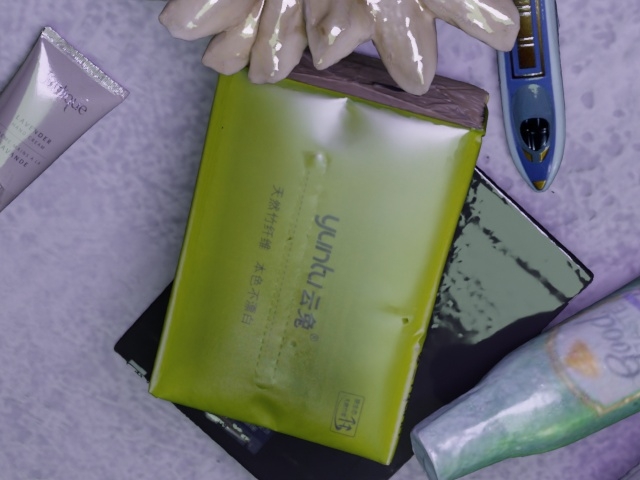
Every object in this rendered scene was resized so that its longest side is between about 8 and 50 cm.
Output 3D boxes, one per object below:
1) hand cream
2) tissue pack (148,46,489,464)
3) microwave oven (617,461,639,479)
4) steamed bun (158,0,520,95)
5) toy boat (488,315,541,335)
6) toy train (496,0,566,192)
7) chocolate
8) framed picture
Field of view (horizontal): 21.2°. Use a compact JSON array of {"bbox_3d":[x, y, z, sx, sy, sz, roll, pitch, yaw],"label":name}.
[{"bbox_3d":[-0.247,-0.078,1.379,0.087,0.054,0.186,39,102,-23],"label":"hand cream"},{"bbox_3d":[0.000,0.000,1.329,0.200,0.167,0.275,15,109,3],"label":"tissue pack"},{"bbox_3d":[0.478,0.238,1.402,0.432,0.236,0.374,-43,127,16],"label":"microwave oven"},{"bbox_3d":[0.016,-0.234,1.215,0.427,0.189,0.247,-10,108,5],"label":"steamed bun"},{"bbox_3d":[0.160,0.093,1.468,0.084,0.066,0.210,-23,103,11],"label":"toy boat"},{"bbox_3d":[0.166,-0.145,1.357,0.055,0.048,0.252,-8,116,5],"label":"toy train"},{"bbox_3d":[0.207,0.113,1.393,0.291,0.110,0.110,-25,116,-15],"label":"chocolate"},{"bbox_3d":[0.023,0.061,1.440,0.255,0.014,0.339,42,108,-4],"label":"framed picture"}]
